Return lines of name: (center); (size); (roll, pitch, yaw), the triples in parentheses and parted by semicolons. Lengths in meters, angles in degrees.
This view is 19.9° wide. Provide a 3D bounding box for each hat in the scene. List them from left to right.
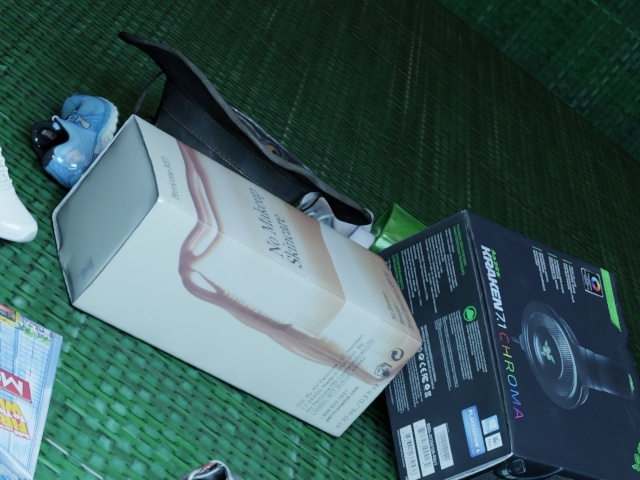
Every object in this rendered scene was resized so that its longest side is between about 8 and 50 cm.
hat: (-0.109, -0.069, 1.771); (0.331, 0.134, 0.331); (40, -1, 1)

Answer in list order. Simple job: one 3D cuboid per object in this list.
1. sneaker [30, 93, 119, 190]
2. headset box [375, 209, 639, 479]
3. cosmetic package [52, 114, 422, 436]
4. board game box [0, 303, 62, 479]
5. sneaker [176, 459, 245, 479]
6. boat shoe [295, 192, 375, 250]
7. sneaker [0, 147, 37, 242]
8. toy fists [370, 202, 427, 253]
sneaker: (-0.234, -0.101, 1.713); (0.073, 0.063, 0.162); (29, 20, -21)
headset box: (0.191, 0.135, 1.749); (0.283, 0.131, 0.246); (22, 51, -46)
cosmetic package: (-0.072, 0.034, 1.601); (0.296, 0.129, 0.153); (29, 22, -31)
board game box: (-0.253, 0.096, 1.194); (0.194, 0.060, 0.194); (30, 19, -29)
sneaker: (-0.077, 0.189, 1.319); (0.061, 0.065, 0.158); (44, 18, 11)
boat shoe: (0.000, 0.000, 1.922); (0.084, 0.095, 0.258); (34, 7, -5)
sneaker: (-0.285, -0.060, 1.508); (0.152, 0.061, 0.054); (44, 16, 9)
toy fists: (0.095, 0.069, 1.911); (0.142, 0.096, 0.279); (37, 21, -6)
